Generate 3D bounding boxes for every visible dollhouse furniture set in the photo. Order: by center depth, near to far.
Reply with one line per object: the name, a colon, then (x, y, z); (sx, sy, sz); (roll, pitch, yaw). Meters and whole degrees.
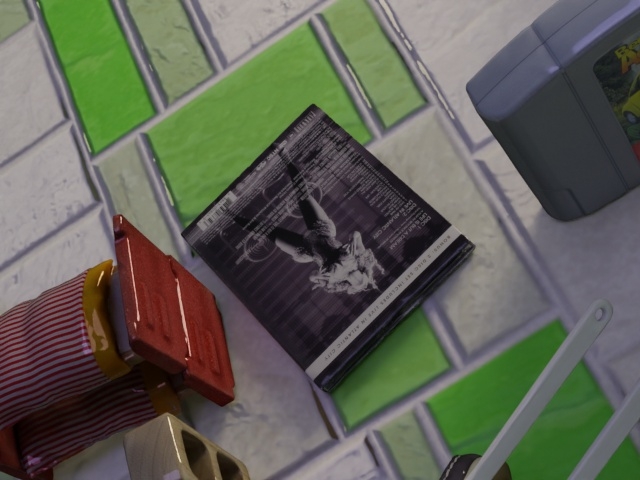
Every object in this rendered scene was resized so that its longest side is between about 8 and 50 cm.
dollhouse furniture set: (-0.164, 0.193, 1.023); (0.201, 0.152, 0.374); (-26, 54, 15)

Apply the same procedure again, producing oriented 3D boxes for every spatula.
spatula: (0.152, 0.166, 0.866); (0.242, 0.168, 0.019); (-52, 19, -10)

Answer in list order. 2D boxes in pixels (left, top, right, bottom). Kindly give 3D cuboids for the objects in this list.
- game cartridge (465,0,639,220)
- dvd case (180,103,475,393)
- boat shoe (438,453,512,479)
game cartridge: (0.254, -0.137, 0.946); (0.294, 0.196, 0.060); (-32, 52, 11)
dvd case: (0.000, 0.000, 1.126); (0.164, 0.018, 0.221); (-45, 51, -1)
boat shoe: (0.037, 0.264, 0.904); (0.092, 0.103, 0.285); (20, 80, 31)
